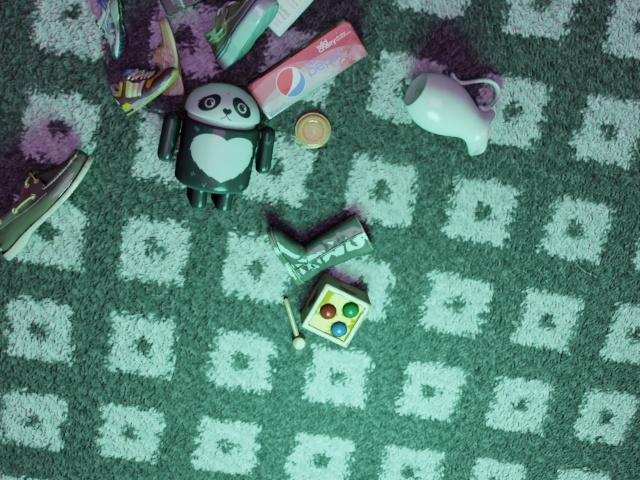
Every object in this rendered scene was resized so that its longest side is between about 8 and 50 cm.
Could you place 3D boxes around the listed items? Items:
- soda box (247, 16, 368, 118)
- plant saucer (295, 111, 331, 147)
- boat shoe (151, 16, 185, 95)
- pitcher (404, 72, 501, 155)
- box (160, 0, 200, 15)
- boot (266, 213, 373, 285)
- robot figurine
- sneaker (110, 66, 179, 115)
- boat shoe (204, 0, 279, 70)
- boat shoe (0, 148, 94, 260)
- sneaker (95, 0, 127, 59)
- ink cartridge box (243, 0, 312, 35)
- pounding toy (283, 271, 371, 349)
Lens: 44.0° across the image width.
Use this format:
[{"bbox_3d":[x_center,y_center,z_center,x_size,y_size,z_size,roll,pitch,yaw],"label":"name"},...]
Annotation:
[{"bbox_3d":[-0.030,-0.379,1.749,0.263,0.083,0.092,-33,108,7],"label":"soda box"},{"bbox_3d":[-0.017,-0.254,1.829,0.083,0.013,0.084,-1,109,-3],"label":"plant saucer"},{"bbox_3d":[-0.338,-0.397,1.730,0.059,0.063,0.170,-11,110,-7],"label":"boat shoe"},{"bbox_3d":[0.304,-0.314,1.789,0.207,0.125,0.178,26,84,-23],"label":"pitcher"},{"bbox_3d":[-0.298,-0.519,1.691,0.083,0.062,0.052,-25,108,4],"label":"box"},{"bbox_3d":[-0.001,-0.002,1.884,0.208,0.076,0.190,-27,123,12],"label":"boot"},{"bbox_3d":[-0.227,-0.205,1.743,0.173,0.209,0.278,22,110,29],"label":"robot figurine"},{"bbox_3d":[-0.385,-0.340,1.711,0.185,0.070,0.084,-25,108,36],"label":"sneaker"},{"bbox_3d":[-0.176,-0.436,1.619,0.094,0.302,0.109,46,67,-9],"label":"boat shoe"},{"bbox_3d":[-0.640,-0.094,1.785,0.096,0.117,0.324,41,107,-19],"label":"boat shoe"},{"bbox_3d":[-0.453,-0.460,1.713,0.058,0.052,0.135,0,102,6],"label":"sneaker"},{"bbox_3d":[-0.064,-0.601,1.653,0.201,0.117,0.278,42,100,-16],"label":"ink cartridge box"},{"bbox_3d":[-0.006,0.192,1.939,0.181,0.094,0.206,27,104,-13],"label":"pounding toy"}]
